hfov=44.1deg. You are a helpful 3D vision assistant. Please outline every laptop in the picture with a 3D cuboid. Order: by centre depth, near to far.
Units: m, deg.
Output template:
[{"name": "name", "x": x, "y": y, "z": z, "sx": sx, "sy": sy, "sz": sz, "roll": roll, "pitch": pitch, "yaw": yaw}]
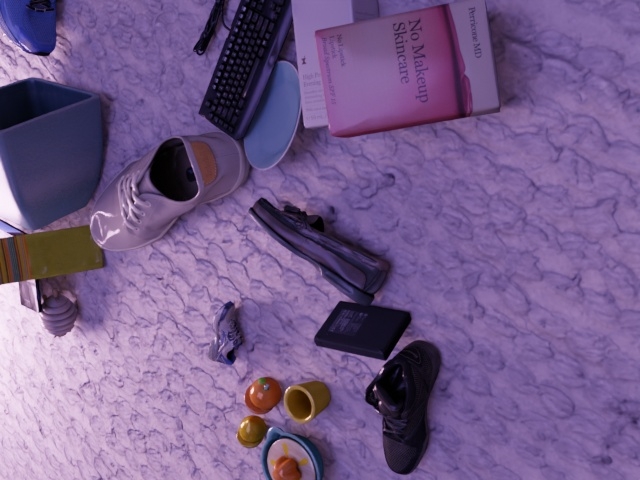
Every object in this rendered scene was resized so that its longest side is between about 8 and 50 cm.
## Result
[{"name": "laptop", "x": -0.734, "y": 0.035, "z": 1.789, "sx": 0.234, "sy": 0.136, "sz": 0.264, "roll": 2, "pitch": 98, "yaw": 61}]

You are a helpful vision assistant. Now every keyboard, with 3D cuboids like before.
[{"name": "keyboard", "x": -0.146, "y": -0.355, "z": 1.372, "sx": 0.201, "sy": 0.033, "sz": 0.317, "roll": 39, "pitch": 115, "yaw": 31}]

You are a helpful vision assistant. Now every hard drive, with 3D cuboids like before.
[{"name": "hard drive", "x": 0.068, "y": 0.144, "z": 1.279, "sx": 0.135, "sy": 0.094, "sz": 0.022, "roll": 6, "pitch": 134, "yaw": 36}]

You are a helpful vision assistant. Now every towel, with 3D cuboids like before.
[{"name": "towel", "x": -0.593, "y": 0.031, "z": 1.692, "sx": 0.021, "sy": 0.237, "sz": 0.102, "roll": -132, "pitch": 34, "yaw": -73}]

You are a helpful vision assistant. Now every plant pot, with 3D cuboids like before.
[{"name": "plant pot", "x": -0.606, "y": -0.170, "z": 1.645, "sx": 0.247, "sy": 0.248, "sz": 0.252, "roll": 18, "pitch": 126, "yaw": 33}]

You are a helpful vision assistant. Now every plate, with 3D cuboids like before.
[{"name": "plate", "x": -0.075, "y": -0.208, "z": 1.332, "sx": 0.188, "sy": 0.024, "sz": 0.188, "roll": -18, "pitch": 67, "yaw": 53}]

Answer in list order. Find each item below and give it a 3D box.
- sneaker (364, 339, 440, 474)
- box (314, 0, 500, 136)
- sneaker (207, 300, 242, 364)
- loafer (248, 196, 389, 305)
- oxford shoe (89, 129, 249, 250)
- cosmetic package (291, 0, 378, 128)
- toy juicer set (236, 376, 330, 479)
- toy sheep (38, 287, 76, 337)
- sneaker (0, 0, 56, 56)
[{"name": "sneaker", "x": 0.117, "y": 0.277, "z": 1.243, "sx": 0.087, "sy": 0.130, "sz": 0.227, "roll": 23, "pitch": 113, "yaw": 34}, {"name": "box", "x": 0.124, "y": -0.233, "z": 1.094, "sx": 0.232, "sy": 0.127, "sz": 0.148, "roll": -8, "pitch": 94, "yaw": 14}, {"name": "sneaker", "x": -0.171, "y": 0.177, "z": 1.497, "sx": 0.058, "sy": 0.052, "sz": 0.135, "roll": 23, "pitch": 119, "yaw": 22}, {"name": "loafer", "x": 0.000, "y": 0.000, "z": 1.318, "sx": 0.267, "sy": 0.096, "sz": 0.084, "roll": 38, "pitch": 99, "yaw": 18}, {"name": "oxford shoe", "x": -0.326, "y": -0.092, "z": 1.511, "sx": 0.449, "sy": 0.130, "sz": 0.169, "roll": -22, "pitch": 87, "yaw": 39}, {"name": "cosmetic package", "x": 0.028, "y": -0.298, "z": 1.232, "sx": 0.117, "sy": 0.085, "sz": 0.231, "roll": -3, "pitch": 98, "yaw": 36}, {"name": "toy juicer set", "x": -0.079, "y": 0.405, "z": 1.438, "sx": 0.209, "sy": 0.089, "sz": 0.329, "roll": 4, "pitch": 101, "yaw": 36}, {"name": "toy sheep", "x": -0.596, "y": 0.163, "z": 1.788, "sx": 0.091, "sy": 0.091, "sz": 0.132, "roll": 22, "pitch": 129, "yaw": 32}, {"name": "sneaker", "x": -0.600, "y": -0.549, "z": 1.632, "sx": 0.147, "sy": 0.130, "sz": 0.330, "roll": -5, "pitch": 95, "yaw": 40}]
